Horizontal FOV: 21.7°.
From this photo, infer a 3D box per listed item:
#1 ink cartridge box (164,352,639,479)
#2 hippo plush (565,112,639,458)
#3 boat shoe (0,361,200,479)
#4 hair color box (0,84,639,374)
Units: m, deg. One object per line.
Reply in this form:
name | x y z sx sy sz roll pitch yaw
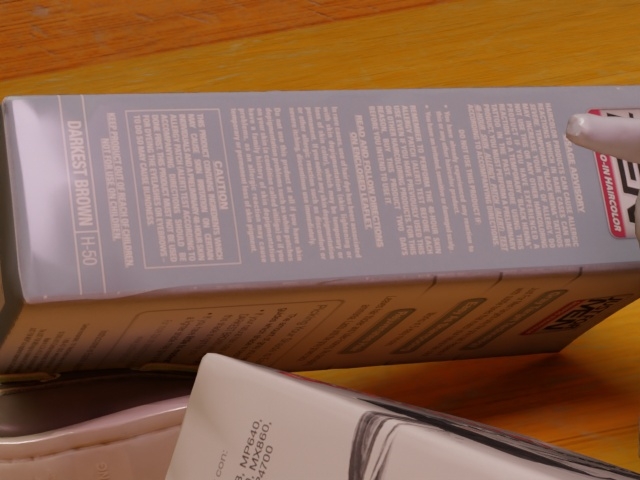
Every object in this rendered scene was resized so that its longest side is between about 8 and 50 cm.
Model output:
ink cartridge box | 0.089 0.136 0.578 0.197 0.114 0.273 19 -4 -38
hippo plush | 0.286 0.003 0.798 0.236 0.294 0.234 11 47 30
boat shoe | -0.174 0.127 0.883 0.324 0.116 0.097 -8 12 -8
hair color box | 0.000 0.000 0.941 0.374 0.113 0.185 -2 -18 -20
